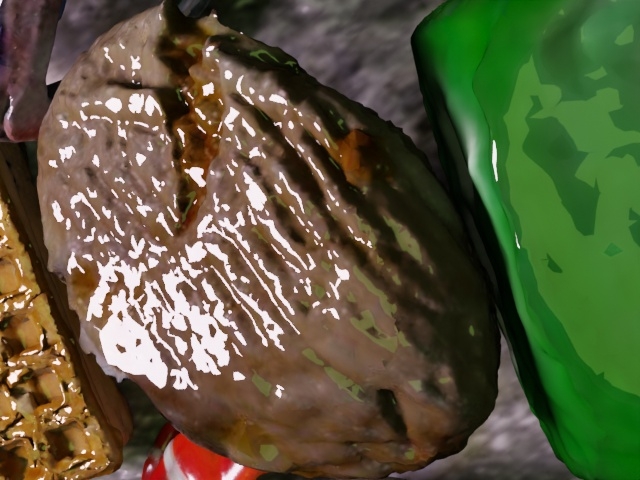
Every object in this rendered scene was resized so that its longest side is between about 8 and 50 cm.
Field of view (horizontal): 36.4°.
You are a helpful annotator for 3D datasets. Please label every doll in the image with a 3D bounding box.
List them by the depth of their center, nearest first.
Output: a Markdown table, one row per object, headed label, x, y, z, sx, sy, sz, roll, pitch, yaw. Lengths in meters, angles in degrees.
| label | x | y | z | sx | sy | sz | roll | pitch | yaw |
| --- | --- | --- | --- | --- | --- | --- | --- | --- | --- |
| doll | -0.131 | 0.239 | 0.792 | 0.076 | 0.142 | 0.245 | 27 | 103 | -40 |

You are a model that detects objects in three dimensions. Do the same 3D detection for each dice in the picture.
| label | x | y | z | sx | sy | sz | roll | pitch | yaw |
| --- | --- | --- | --- | --- | --- | --- | --- | --- | --- |
| dice | 0.231 | -0.038 | 0.607 | 0.287 | 0.297 | 0.300 | -19 | 90 | 7 |

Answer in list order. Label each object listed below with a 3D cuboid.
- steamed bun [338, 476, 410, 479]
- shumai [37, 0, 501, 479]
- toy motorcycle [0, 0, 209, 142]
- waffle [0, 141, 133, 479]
| label | x | y | z | sx | sy | sz | roll | pitch | yaw |
| --- | --- | --- | --- | --- | --- | --- | --- | --- | --- |
| steamed bun | 0.026 | 0.285 | 0.770 | 0.232 | 0.145 | 0.232 | -8 | 112 | -20 |
| shumai | 0.002 | -0.001 | 0.650 | 0.346 | 0.283 | 0.217 | 38 | 109 | 26 |
| toy motorcycle | -0.187 | -0.233 | 0.676 | 0.182 | 0.241 | 0.319 | 31 | 96 | 24 |
| waffle | -0.298 | 0.070 | 0.788 | 0.213 | 0.091 | 0.308 | -20 | 99 | 8 |
